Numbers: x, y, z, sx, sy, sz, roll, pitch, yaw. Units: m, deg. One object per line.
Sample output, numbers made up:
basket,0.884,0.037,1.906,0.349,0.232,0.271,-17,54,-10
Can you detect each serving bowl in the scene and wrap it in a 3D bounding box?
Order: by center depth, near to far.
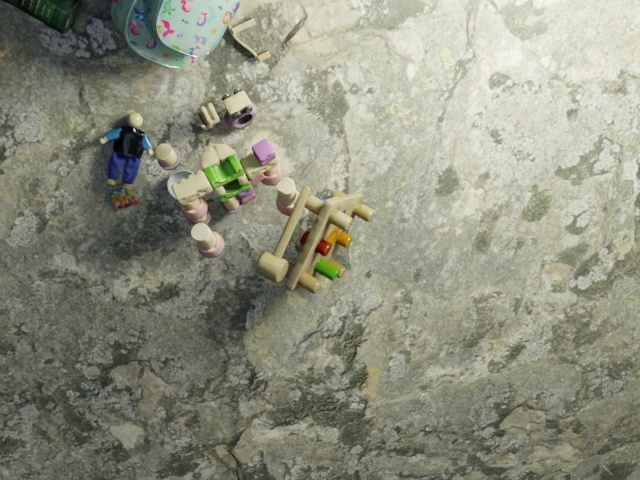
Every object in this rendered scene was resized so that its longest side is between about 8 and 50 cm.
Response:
serving bowl,-0.352,-0.146,1.497,0.083,0.027,0.084,-3,114,-7

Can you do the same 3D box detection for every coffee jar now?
coffee jar,-0.617,-0.529,1.241,0.184,0.096,0.079,25,127,-19

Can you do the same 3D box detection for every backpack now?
backpack,-0.313,-0.501,1.244,0.253,0.191,0.225,-49,148,21

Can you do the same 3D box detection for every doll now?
doll,-0.481,-0.226,1.430,0.129,0.046,0.189,17,110,-17

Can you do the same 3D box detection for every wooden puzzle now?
wooden puzzle,-0.515,-0.109,1.499,0.083,0.006,0.049,-14,116,-3

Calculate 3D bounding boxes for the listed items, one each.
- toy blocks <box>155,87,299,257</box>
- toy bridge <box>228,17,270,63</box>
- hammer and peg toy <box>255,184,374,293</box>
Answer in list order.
toy blocks,-0.224,-0.141,1.442,0.288,0.260,0.309,-29,76,-6
toy bridge,-0.182,-0.505,1.364,0.063,0.026,0.188,-23,116,4
hammer and peg toy,0.000,0.000,1.450,0.127,0.361,0.266,31,108,15
